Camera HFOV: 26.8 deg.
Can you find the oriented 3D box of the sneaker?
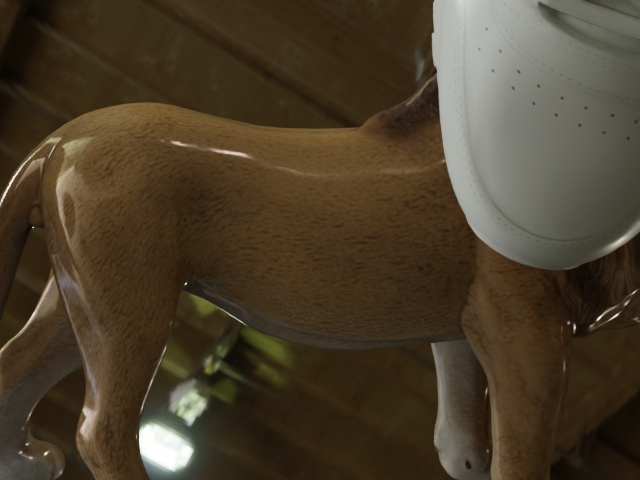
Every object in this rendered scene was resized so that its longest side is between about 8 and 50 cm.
[{"bbox_3d":[0.081,-0.096,0.296,0.090,0.095,0.235,18,-70,1],"label":"sneaker"}]

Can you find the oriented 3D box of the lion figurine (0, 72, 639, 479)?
[{"bbox_3d":[0.000,0.000,0.585,0.392,0.142,0.240,-2,-80,-11],"label":"lion figurine"}]
